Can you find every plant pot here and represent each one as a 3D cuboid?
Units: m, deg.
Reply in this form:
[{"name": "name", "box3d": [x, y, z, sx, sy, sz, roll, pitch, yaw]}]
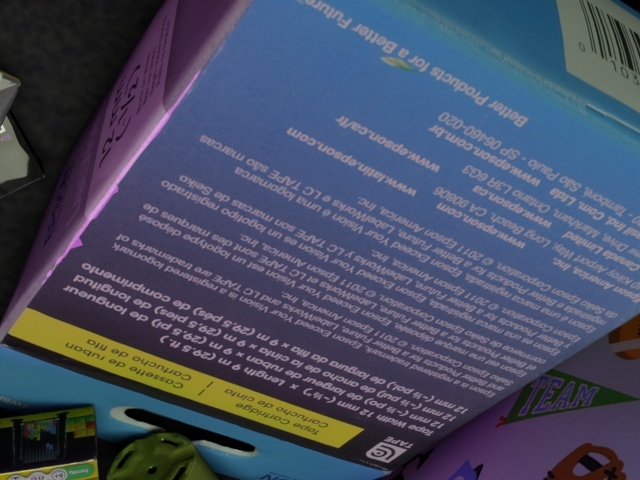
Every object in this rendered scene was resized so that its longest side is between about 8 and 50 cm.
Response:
[{"name": "plant pot", "box3d": [-0.082, 0.151, 0.556, 0.083, 0.083, 0.079, -23, 127, -11]}]

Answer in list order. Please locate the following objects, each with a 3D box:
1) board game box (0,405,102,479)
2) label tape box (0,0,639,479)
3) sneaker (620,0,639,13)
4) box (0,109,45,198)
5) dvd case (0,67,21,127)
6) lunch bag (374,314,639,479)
[{"name": "board game box", "box3d": [-0.199, 0.167, 0.529, 0.170, 0.048, 0.141, -6, 119, -12]}, {"name": "label tape box", "box3d": [0.000, 0.000, 0.507, 0.249, 0.115, 0.347, 24, 137, -24]}, {"name": "sneaker", "box3d": [0.235, -0.210, 0.543, 0.121, 0.108, 0.302, 26, 99, -29]}, {"name": "box", "box3d": [-0.221, -0.075, 0.473, 0.116, 0.029, 0.162, -28, 115, -8]}, {"name": "dvd case", "box3d": [-0.270, -0.044, 0.440, 0.221, 0.018, 0.165, 24, 97, -25]}, {"name": "lunch bag", "box3d": [0.147, 0.252, 0.546, 0.385, 0.328, 0.239, -44, 114, -3]}]
